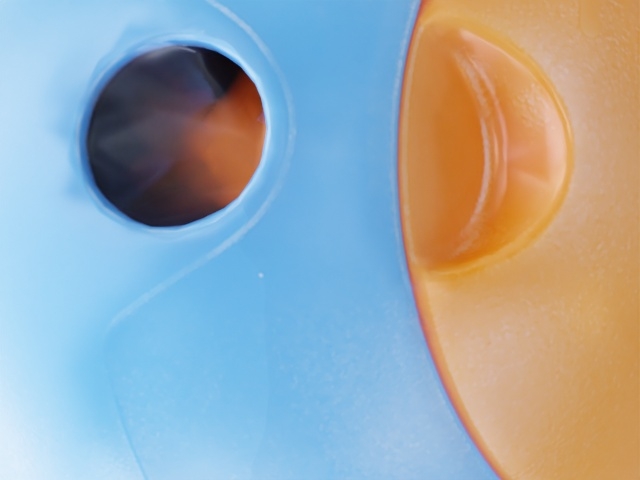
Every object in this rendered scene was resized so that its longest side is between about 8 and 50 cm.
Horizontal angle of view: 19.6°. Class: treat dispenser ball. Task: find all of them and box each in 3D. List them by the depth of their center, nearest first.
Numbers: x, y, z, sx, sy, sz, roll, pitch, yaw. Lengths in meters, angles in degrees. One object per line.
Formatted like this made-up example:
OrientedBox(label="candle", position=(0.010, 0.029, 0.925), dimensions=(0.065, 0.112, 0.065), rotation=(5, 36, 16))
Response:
OrientedBox(label="treat dispenser ball", position=(0.000, 0.000, 0.577), dimensions=(0.288, 0.288, 0.288), rotation=(13, 123, 20))
